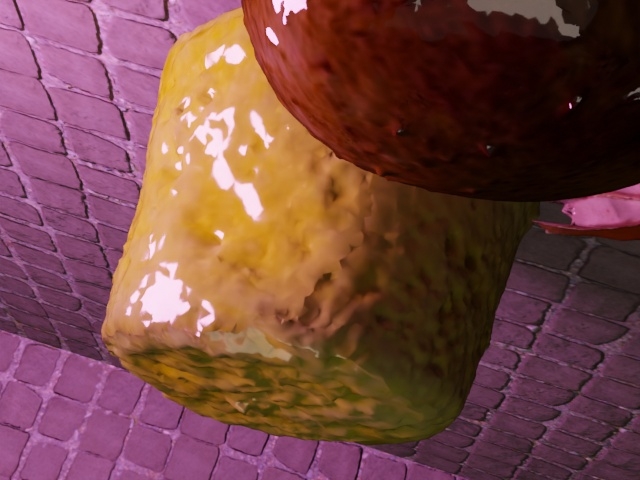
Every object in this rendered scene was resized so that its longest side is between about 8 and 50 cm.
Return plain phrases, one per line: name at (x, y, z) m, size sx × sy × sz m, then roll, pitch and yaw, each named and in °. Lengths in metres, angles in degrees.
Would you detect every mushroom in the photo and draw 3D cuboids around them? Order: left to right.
mushroom at (0.100, -0.181, 0.493) m, size 0.356 × 0.331 × 0.334 m, roll 49°, pitch 163°, yaw -24°

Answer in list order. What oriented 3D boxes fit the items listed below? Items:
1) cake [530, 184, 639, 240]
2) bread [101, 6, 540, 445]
cake at (0.281, -0.050, 0.827) m, size 0.287 × 0.098 × 0.135 m, roll 2°, pitch 166°, yaw -4°
bread at (0.000, 0.000, 0.932) m, size 0.348 × 0.308 × 0.348 m, roll 12°, pitch 153°, yaw 6°
